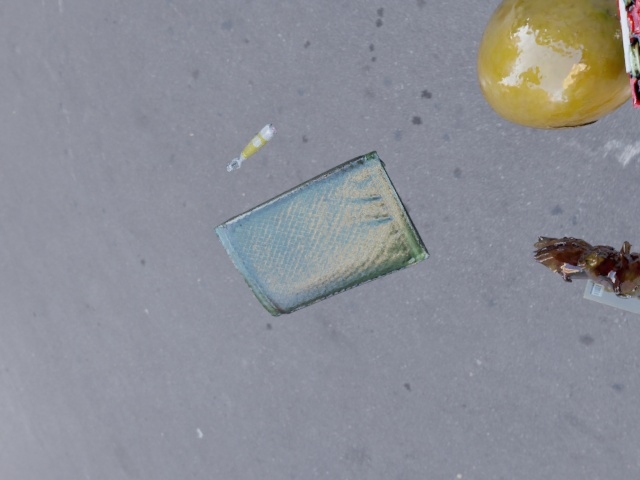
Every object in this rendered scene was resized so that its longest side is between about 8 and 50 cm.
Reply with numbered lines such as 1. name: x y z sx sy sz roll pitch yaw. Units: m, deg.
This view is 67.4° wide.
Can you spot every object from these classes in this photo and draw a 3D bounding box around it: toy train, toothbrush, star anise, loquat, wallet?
1. toy train: 0.422 -0.274 0.597 0.083 0.131 0.204 -6 110 41
2. toothbrush: -0.122 -0.149 0.804 0.021 0.024 0.288 58 161 -10
3. star anise: 0.472 0.042 0.766 0.288 0.288 0.088 16 101 31
4. loquat: 0.394 -0.302 0.787 0.263 0.263 0.263 13 114 32
5. wallet: 0.000 -0.001 0.621 0.236 0.055 0.160 -24 115 17

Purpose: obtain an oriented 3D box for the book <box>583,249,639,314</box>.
1. book: 0.759 0.104 1.155 0.199 0.016 0.138 18 98 34
